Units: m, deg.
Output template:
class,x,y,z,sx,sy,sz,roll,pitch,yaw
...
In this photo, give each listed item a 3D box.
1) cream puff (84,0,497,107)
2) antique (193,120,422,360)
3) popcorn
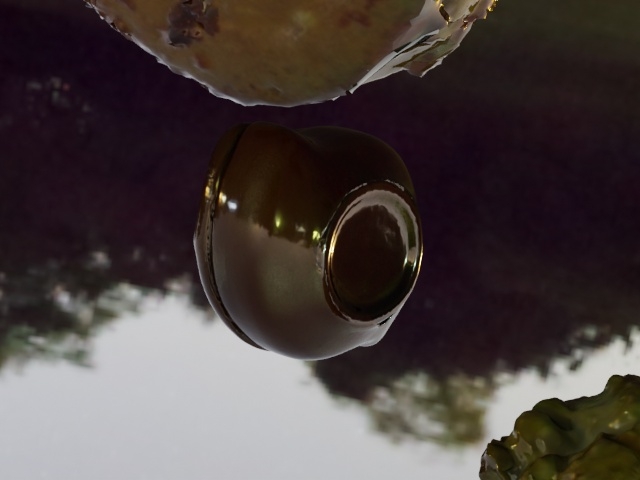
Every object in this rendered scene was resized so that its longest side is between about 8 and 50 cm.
class,x,y,z,sx,sy,sz,roll,pitch,yaw
cream puff,-0.018,-0.179,0.683,0.240,0.240,0.164,14,-146,19
antique,0.000,0.000,1.303,0.129,0.223,0.278,13,156,36
popcorn,0.251,0.225,1.227,0.184,0.204,0.221,2,-158,44
